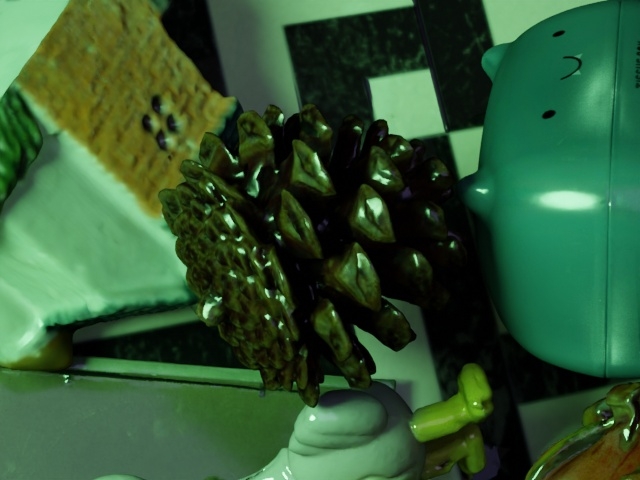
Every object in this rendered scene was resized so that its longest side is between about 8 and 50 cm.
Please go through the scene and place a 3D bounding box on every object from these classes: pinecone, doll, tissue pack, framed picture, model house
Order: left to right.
[{"bbox_3d":[-0.165,-0.023,1.243,0.301,0.190,0.271,45,54,-24],"label":"model house"},{"bbox_3d":[-0.103,0.203,1.248,0.315,0.024,0.232,6,74,-7],"label":"framed picture"},{"bbox_3d":[-0.054,0.183,1.168,0.365,0.160,0.094,-25,57,-17],"label":"doll"},{"bbox_3d":[0.000,0.000,1.129,0.207,0.208,0.208,2,75,-7],"label":"pinecone"},{"bbox_3d":[0.210,-0.042,1.225,0.206,0.198,0.287,2,37,12],"label":"tissue pack"}]

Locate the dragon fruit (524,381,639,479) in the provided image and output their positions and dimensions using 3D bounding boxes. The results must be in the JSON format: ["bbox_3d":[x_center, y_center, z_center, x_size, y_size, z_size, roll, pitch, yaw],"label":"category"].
[{"bbox_3d":[0.217,0.257,1.168,0.250,0.250,0.315,6,67,-6],"label":"dragon fruit"}]
